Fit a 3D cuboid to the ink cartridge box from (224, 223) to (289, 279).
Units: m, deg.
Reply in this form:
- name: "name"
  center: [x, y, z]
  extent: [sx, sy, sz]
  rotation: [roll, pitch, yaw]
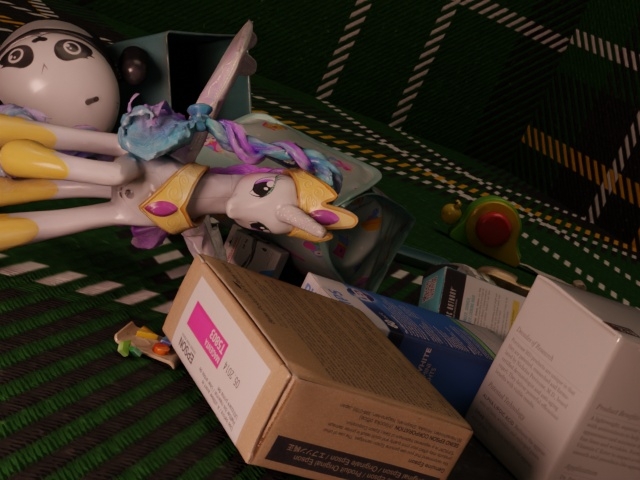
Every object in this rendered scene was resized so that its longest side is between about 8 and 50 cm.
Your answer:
- name: "ink cartridge box"
  center: [-0.086, 0.018, 1.442]
  extent: [0.083, 0.048, 0.028]
  rotation: [27, 12, 18]

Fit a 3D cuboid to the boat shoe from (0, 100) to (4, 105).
- name: "boat shoe"
  center: [-0.422, -0.125, 1.188]
  extent: [0.158, 0.127, 0.340]
  rotation: [16, 12, -3]

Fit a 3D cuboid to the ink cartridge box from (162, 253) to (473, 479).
- name: "ink cartridge box"
  center: [-0.009, 0.118, 1.038]
  extent: [0.193, 0.088, 0.235]
  rotation: [20, 14, -31]

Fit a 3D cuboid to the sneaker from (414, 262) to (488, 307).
- name: "sneaker"
  center: [0.168, 0.082, 1.592]
  extent: [0.132, 0.086, 0.228]
  rotation: [15, 16, -31]

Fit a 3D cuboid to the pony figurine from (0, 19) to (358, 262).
- name: "pony figurine"
  center: [-0.162, -0.063, 1.207]
  extent: [0.363, 0.303, 0.351]
  rotation: [1, 16, -8]

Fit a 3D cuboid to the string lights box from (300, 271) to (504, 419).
- name: "string lights box"
  center: [0.104, 0.123, 1.298]
  extent: [0.259, 0.077, 0.133]
  rotation: [18, 13, -28]

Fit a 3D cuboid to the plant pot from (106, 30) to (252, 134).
- name: "plant pot"
  center: [-0.242, -0.206, 1.726]
  extent: [0.234, 0.166, 0.165]
  rotation: [1, 6, 38]

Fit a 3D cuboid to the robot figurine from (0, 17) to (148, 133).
- name: "robot figurine"
  center: [-0.349, -0.201, 1.558]
  extent: [0.173, 0.209, 0.278]
  rotation: [35, 8, -19]

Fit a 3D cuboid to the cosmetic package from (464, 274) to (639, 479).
- name: "cosmetic package"
  center: [0.275, 0.160, 1.219]
  extent: [0.151, 0.184, 0.151]
  rotation: [18, 13, -30]

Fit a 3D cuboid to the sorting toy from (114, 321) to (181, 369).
- name: "sorting toy"
  center: [-0.152, 0.094, 1.063]
  extent: [0.062, 0.012, 0.083]
  rotation: [26, 11, 3]

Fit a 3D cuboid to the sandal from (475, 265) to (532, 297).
- name: "sandal"
  center: [0.344, 0.118, 1.871]
  extent: [0.240, 0.088, 0.079]
  rotation: [20, 42, 8]

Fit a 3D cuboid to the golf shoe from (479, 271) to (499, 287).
- name: "golf shoe"
  center: [0.239, 0.096, 1.722]
  extent: [0.176, 0.069, 0.086]
  rotation: [26, 18, 13]

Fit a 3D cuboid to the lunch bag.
- name: "lunch bag"
  center: [-0.027, -0.049, 1.503]
  extent: [0.223, 0.160, 0.262]
  rotation: [29, -2, 25]

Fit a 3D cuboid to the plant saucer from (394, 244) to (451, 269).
- name: "plant saucer"
  center: [0.147, 0.026, 1.955]
  extent: [0.192, 0.018, 0.067]
  rotation: [16, 15, -32]

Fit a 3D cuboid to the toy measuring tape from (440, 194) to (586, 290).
- name: "toy measuring tape"
  center: [0.395, -0.006, 2.359]
  extent: [0.330, 0.121, 0.121]
  rotation: [24, 12, -5]

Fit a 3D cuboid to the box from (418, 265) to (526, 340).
- name: "box"
  center: [0.237, 0.124, 1.480]
  extent: [0.244, 0.100, 0.060]
  rotation: [21, -25, -18]
